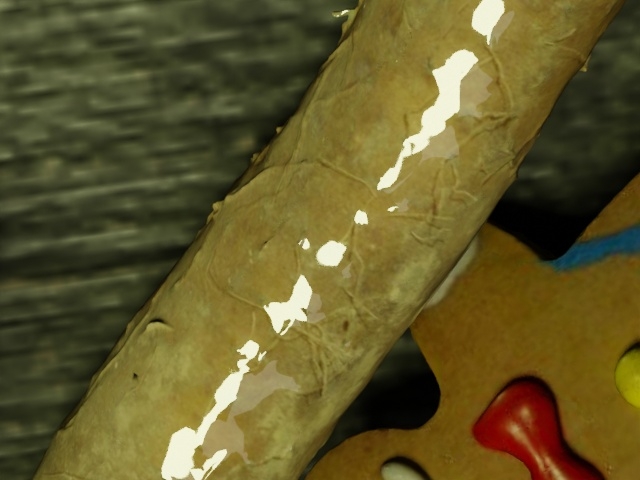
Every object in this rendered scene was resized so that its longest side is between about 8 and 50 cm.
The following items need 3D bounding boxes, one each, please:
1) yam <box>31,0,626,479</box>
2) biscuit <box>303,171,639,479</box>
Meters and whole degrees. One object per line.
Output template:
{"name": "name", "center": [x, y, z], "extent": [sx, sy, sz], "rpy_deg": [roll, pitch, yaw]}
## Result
{"name": "yam", "center": [0.000, 0.000, 0.466], "extent": [0.066, 0.066, 0.299], "rpy_deg": [24, 116, -21]}
{"name": "biscuit", "center": [0.072, 0.044, 0.469], "extent": [0.205, 0.138, 0.031], "rpy_deg": [-38, 159, 17]}
